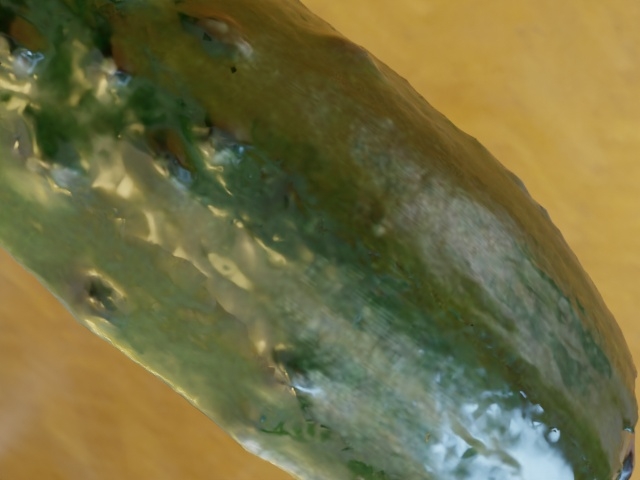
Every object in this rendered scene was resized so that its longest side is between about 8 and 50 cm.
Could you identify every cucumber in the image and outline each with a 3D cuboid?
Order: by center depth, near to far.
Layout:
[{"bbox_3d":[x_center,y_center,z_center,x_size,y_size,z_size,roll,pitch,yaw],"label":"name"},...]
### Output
[{"bbox_3d":[0.000,0.000,0.703,0.325,0.145,0.105,41,124,-4],"label":"cucumber"}]
